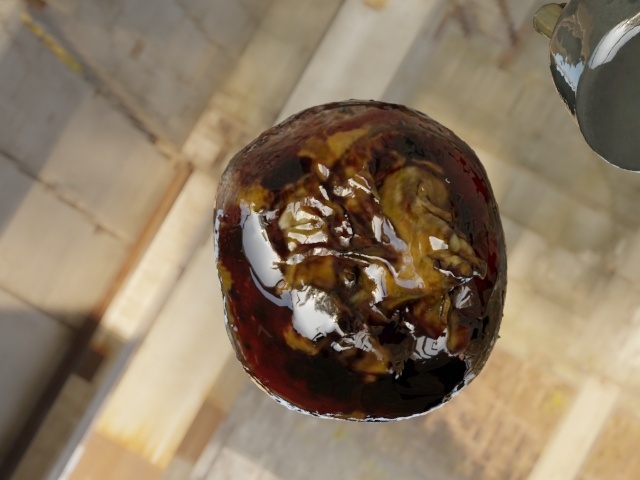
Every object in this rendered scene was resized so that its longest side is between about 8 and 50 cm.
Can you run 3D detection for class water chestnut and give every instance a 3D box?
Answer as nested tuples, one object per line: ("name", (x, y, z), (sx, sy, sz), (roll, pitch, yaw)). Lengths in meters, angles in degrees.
("water chestnut", (0.051, 0.023, 1.703), (0.335, 0.335, 0.347), (31, 175, -15))

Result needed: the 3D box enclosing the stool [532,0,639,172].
("stool", (0.249, -0.127, 1.318), (0.153, 0.228, 0.139), (-9, -146, -10))
